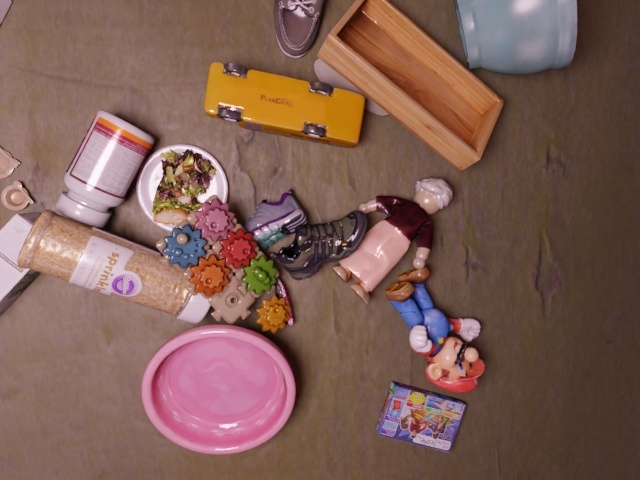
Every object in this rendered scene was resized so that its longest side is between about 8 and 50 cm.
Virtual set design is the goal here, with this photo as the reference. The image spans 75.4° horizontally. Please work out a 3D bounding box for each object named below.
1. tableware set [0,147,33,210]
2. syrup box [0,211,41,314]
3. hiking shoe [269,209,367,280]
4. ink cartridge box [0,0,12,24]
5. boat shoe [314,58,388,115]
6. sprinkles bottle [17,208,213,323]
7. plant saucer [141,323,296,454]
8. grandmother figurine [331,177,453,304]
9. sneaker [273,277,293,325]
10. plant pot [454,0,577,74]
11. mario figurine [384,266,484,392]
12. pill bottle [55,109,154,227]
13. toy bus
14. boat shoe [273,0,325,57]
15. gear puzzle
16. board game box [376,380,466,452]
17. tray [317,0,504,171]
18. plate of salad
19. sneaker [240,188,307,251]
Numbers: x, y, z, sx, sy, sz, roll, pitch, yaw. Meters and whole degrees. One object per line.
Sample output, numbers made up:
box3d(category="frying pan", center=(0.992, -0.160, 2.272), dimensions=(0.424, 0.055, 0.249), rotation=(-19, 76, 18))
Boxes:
box3d(category="tableware set", center=(-0.709, -0.109, 0.884), dimensions=(0.168, 0.020, 0.141), rotation=(-31, 99, -5))
box3d(category="syrup box", center=(-0.658, 0.059, 0.869), dimensions=(0.096, 0.093, 0.237), rotation=(44, 88, -10))
box3d(category="hiking shoe", center=(0.000, 0.000, 0.924), dimensions=(0.226, 0.086, 0.114), rotation=(-37, 136, 10))
box3d(category="ink cartridge box", center=(-0.706, -0.472, 0.830), dimensions=(0.104, 0.060, 0.180), rotation=(28, 91, -9))
box3d(category="boat shoe", center=(0.083, -0.367, 0.961), dimensions=(0.206, 0.075, 0.065), rotation=(28, 59, -8))
box3d(category="sprinkles bottle", center=(-0.396, 0.062, 0.848), dimensions=(0.355, 0.121, 0.121), rotation=(26, 91, -26))
box3d(category="plant saucer", center=(-0.221, 0.326, 0.934), dimensions=(0.331, 0.084, 0.333), rotation=(-1, 110, -4))
box3d(category="grandmother figurine", center=(0.178, -0.023, 0.983), dimensions=(0.342, 0.104, 0.208), rotation=(-44, 85, -5))
box3d(category="sneaker", center=(-0.101, 0.149, 0.986), dimensions=(0.057, 0.047, 0.120), rotation=(-12, 96, 5))
box3d(category="plant pot", center=(0.402, -0.492, 0.898), dimensions=(0.196, 0.293, 0.293), rotation=(-12, 98, 20))
box3d(category="mario figurine", center=(0.298, 0.217, 0.986), dimensions=(0.198, 0.170, 0.321), rotation=(-32, 97, -6))
box3d(category="pill bottle", center=(-0.451, -0.147, 0.866), dimensions=(0.121, 0.121, 0.221), rotation=(28, 91, -10))
box3d(category="toy bus", center=(-0.074, -0.288, 0.903), dimensions=(0.332, 0.130, 0.108), rotation=(8, 95, -9))
box3d(category="boat shoe", center=(-0.032, -0.581, 0.899), dimensions=(0.112, 0.095, 0.336), rotation=(12, 93, -9))
box3d(category="gear puzzle", center=(-0.175, 0.082, 0.874), dimensions=(0.175, 0.044, 0.339), rotation=(-46, 117, -21))
box3d(category="board game box", center=(0.259, 0.456, 1.067), dimensions=(0.201, 0.035, 0.136), rotation=(19, 92, -9))
box3d(category="tray", center=(0.213, -0.360, 0.932), dimensions=(0.410, 0.076, 0.203), rotation=(35, 64, -9))
box3d(category="plate of salad", center=(-0.310, -0.115, 0.927), dimensions=(0.199, 0.048, 0.200), rotation=(-1, 95, -7))
box3d(category="sneaker", center=(-0.144, -0.034, 0.959), dimensions=(0.223, 0.083, 0.098), rotation=(-25, 66, 1))
